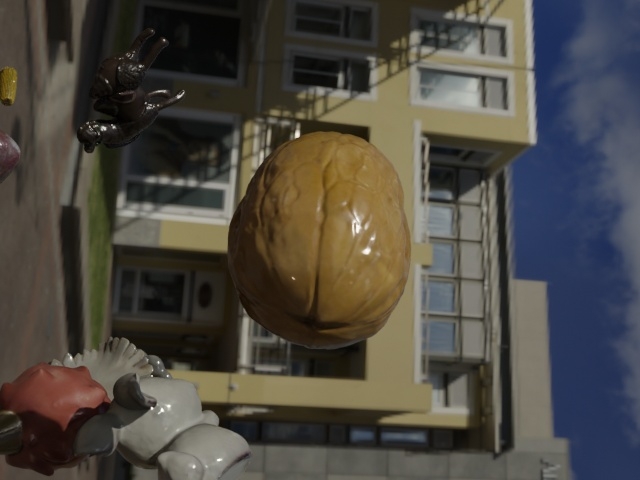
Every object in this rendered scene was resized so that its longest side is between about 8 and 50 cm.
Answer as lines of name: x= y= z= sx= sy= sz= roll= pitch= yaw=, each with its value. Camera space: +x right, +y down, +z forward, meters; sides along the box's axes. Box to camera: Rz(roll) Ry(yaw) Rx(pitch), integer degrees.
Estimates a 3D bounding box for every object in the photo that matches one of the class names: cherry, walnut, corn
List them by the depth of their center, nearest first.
walnut: x=0.000 y=0.000 z=0.712 sx=0.165 sy=0.165 sz=0.197 roll=107 pitch=-1 yaw=-47
cherry: x=-0.534 y=-0.108 z=1.294 sx=0.115 sy=0.148 sz=0.188 roll=-112 pitch=-171 yaw=-60
corn: x=-0.500 y=-0.249 z=1.315 sx=0.027 sy=0.028 sz=0.083 roll=-38 pitch=-134 yaw=29

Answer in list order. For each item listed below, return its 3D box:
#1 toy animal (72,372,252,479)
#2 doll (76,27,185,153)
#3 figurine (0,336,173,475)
toy animal: x=-0.191 y=0.254 z=1.028 sx=0.127 sy=0.193 sz=0.178 roll=-51 pitch=172 yaw=2
doll: x=-0.264 y=-0.190 z=1.114 sx=0.057 sy=0.165 sz=0.139 roll=39 pitch=-21 yaw=29
figurine: x=-0.347 y=0.245 z=1.148 sx=0.387 sy=0.207 sz=0.166 roll=-25 pitch=132 yaw=-68
